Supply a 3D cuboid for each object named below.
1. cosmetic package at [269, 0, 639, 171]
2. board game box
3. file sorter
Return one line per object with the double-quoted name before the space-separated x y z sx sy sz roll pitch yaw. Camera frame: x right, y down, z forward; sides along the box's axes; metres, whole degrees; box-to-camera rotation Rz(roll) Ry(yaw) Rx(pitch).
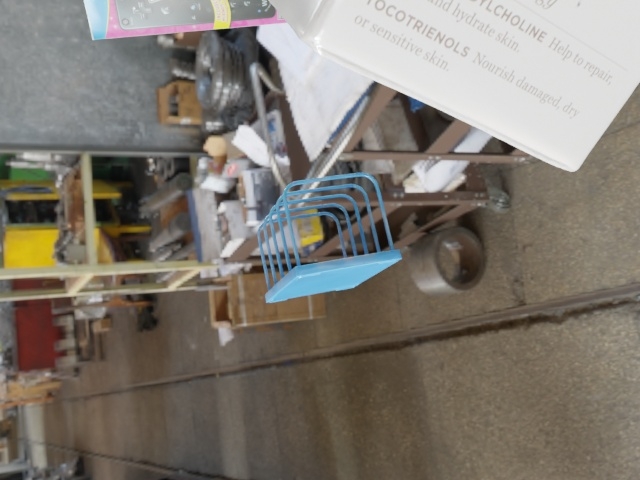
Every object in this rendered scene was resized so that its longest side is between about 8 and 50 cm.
"cosmetic package" 0.165 -0.346 0.705 0.394 0.327 0.329 -60 31 21
"board game box" -0.171 -0.397 0.984 0.224 0.303 0.098 90 171 -45
"file sorter" 0.000 0.000 0.856 0.170 0.118 0.105 136 124 -69
